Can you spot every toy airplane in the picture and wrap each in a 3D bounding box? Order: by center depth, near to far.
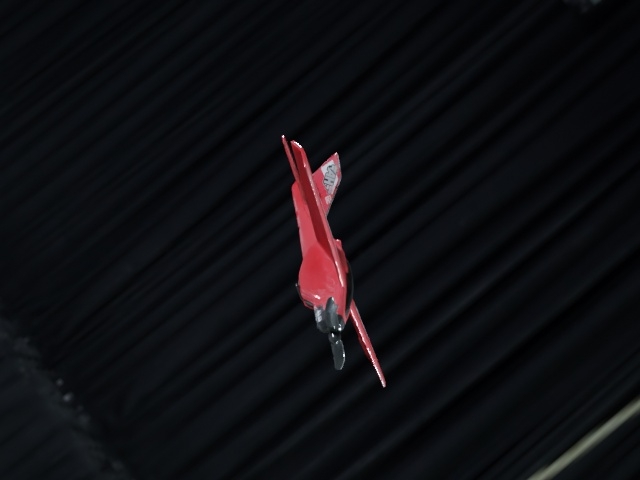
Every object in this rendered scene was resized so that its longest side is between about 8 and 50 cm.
[{"bbox_3d":[0.000,0.000,0.658,0.151,0.028,0.151,-14,90,-83],"label":"toy airplane"}]
